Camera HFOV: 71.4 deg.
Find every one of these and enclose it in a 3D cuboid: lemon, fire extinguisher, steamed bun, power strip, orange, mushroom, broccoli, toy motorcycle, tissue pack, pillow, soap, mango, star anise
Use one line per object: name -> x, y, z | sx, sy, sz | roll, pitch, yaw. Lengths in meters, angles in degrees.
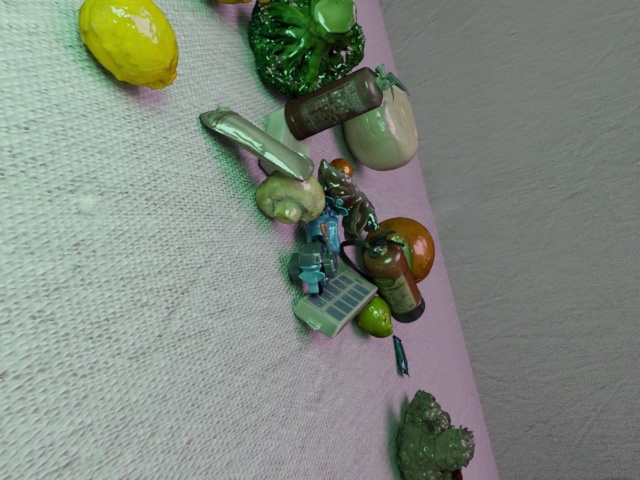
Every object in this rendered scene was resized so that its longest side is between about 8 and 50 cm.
lemon -> -0.258, -0.277, 0.616 | 0.155, 0.114, 0.114 | 49, 34, -49
fire extinguisher -> 0.174, 0.103, 1.285 | 0.376, 0.200, 0.113 | 61, 24, -43
steamed bun -> 0.200, -0.398, 1.601 | 0.334, 0.233, 0.312 | 9, 70, -56
power strip -> 0.053, 0.143, 1.102 | 0.043, 0.106, 0.367 | -63, 165, 17
orange -> 0.255, 0.040, 1.457 | 0.240, 0.240, 0.240 | 46, 37, -50
orange -> 0.058, -0.207, 1.343 | 0.083, 0.083, 0.083 | 46, 37, -50
mushroom -> -0.061, -0.090, 0.921 | 0.148, 0.148, 0.112 | 39, 60, -54
broccoli -> -0.029, -0.484, 1.059 | 0.297, 0.298, 0.297 | -167, -121, -75
toy motorcycle -> 0.000, 0.000, 1.036 | 0.272, 0.124, 0.182 | -73, 155, -58
tissue pack -> 0.285, 0.409, 1.572 | 0.085, 0.028, 0.138 | 47, 31, -54
fire extinguisher -> 0.056, -0.313, 1.004 | 0.105, 0.269, 0.104 | 44, 37, -46
pillow -> -0.114, -0.188, 0.855 | 0.233, 0.038, 0.130 | 32, 26, -1
soap -> -0.079, -0.210, 1.055 | 0.121, 0.064, 0.183 | 49, 34, -43
mango -> 0.159, 0.228, 1.292 | 0.178, 0.100, 0.119 | 57, 17, -51
star anise -> 0.069, -0.106, 1.217 | 0.257, 0.110, 0.198 | 57, 21, 18

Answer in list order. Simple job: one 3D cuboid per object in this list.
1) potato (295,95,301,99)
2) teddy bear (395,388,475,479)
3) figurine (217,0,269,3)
potato -> 0.003, -0.432, 1.272 | 0.169, 0.143, 0.248 | 23, 57, -34
teddy bear -> 0.353, 0.614, 1.381 | 0.367, 0.224, 0.357 | -60, 145, -62
figurine -> -0.190, -0.616, 0.872 | 0.323, 0.196, 0.320 | 61, 19, -8
